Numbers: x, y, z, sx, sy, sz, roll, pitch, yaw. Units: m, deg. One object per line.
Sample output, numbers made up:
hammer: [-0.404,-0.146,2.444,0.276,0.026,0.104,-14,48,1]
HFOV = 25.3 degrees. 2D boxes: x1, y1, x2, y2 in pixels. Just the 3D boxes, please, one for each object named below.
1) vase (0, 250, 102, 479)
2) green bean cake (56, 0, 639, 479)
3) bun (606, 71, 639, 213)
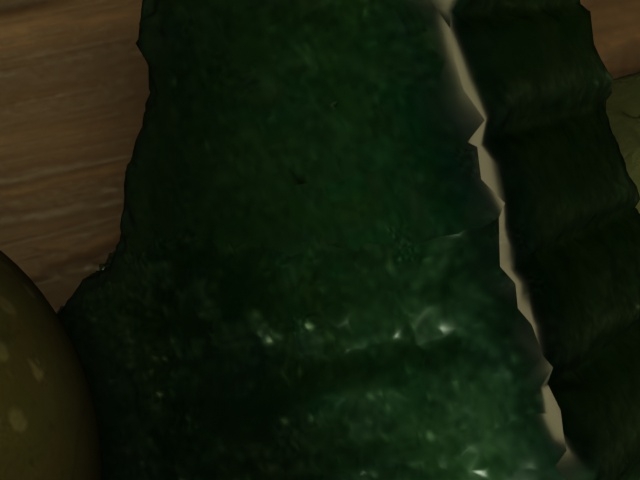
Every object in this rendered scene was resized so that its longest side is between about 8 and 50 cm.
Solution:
vase: [-0.224,0.158,0.661,0.241,0.329,0.302,-27,101,-39]
green bean cake: [0.000,0.000,0.701,0.300,0.169,0.307,-14,92,35]
bun: [0.214,0.042,0.784,0.293,0.187,0.293,0,88,-6]
